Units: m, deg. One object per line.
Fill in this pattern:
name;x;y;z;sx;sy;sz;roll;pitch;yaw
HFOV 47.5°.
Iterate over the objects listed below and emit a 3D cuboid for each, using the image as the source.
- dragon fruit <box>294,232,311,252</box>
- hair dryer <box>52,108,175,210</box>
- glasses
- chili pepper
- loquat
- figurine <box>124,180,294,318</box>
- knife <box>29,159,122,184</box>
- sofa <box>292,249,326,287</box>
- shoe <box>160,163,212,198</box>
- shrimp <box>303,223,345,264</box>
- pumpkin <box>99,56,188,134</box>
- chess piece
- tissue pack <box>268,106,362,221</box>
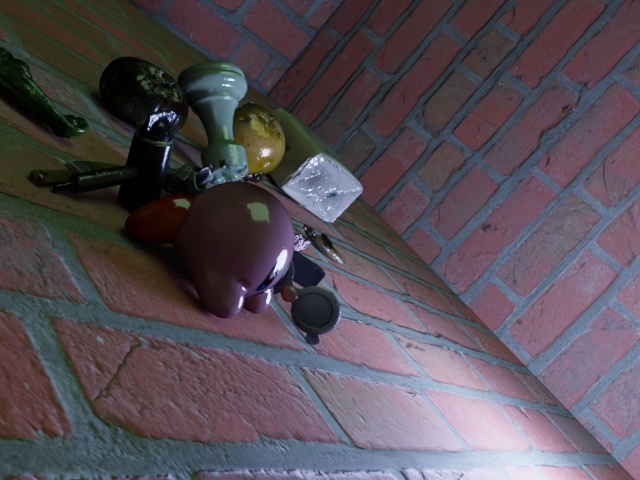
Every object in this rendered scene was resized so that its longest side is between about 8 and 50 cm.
dragon fruit;-0.118;-0.004;1.810;0.162;0.083;0.106;19;2;-36
hair dryer;-0.365;-0.133;1.289;0.078;0.196;0.248;32;29;20
glasses;-0.062;0.112;1.599;0.234;0.118;0.268;40;-3;2
chili pepper;-0.566;-0.288;1.413;0.257;0.074;0.100;45;8;-4
loquat;-0.219;-0.287;2.178;0.244;0.244;0.244;39;12;-10
figurine;-0.165;-0.013;1.332;0.261;0.211;0.269;45;13;17
knife;-0.438;-0.131;1.342;0.061;0.027;0.343;38;11;5
sofa;-0.050;0.069;1.781;0.118;0.060;0.039;35;7;-25
shoe;-0.294;-0.129;1.562;0.227;0.125;0.099;46;15;13
shrimp;0.003;-0.002;2.261;0.195;0.035;0.148;44;12;-25
pumpkin;-0.447;-0.372;1.867;0.238;0.159;0.238;43;14;-13
chess piece;-0.277;-0.314;1.975;0.194;0.194;0.299;18;57;-63
tissue pack;-0.061;-0.279;2.652;0.297;0.207;0.380;34;14;-41
